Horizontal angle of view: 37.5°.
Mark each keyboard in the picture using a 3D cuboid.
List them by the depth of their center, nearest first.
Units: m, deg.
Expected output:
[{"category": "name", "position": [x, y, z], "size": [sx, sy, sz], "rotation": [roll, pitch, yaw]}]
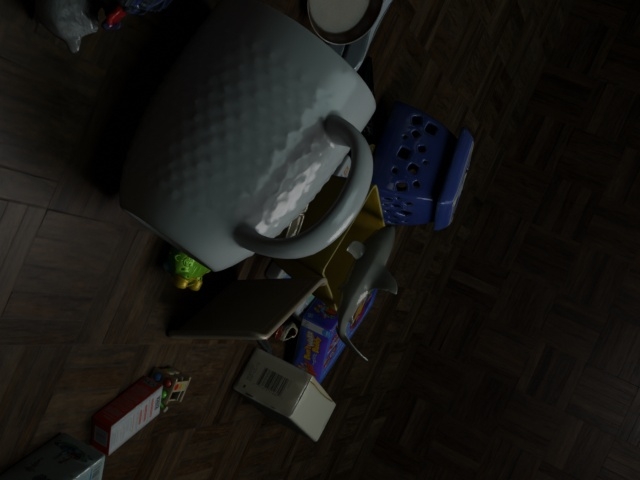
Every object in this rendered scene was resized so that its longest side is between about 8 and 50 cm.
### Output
[{"category": "keyboard", "position": [0.096, -0.309, 2.081], "size": [0.192, 0.038, 0.100], "rotation": [78, 18, -58]}]

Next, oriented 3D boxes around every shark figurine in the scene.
[{"category": "shark figurine", "position": [0.096, 0.104, 1.875], "size": [0.166, 0.116, 0.278], "rotation": [8, 104, -68]}]

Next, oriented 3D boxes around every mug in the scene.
[{"category": "mug", "position": [-0.090, -0.115, 1.320], "size": [0.328, 0.374, 0.276], "rotation": [-55, 144, -7]}]

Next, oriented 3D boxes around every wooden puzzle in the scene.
[{"category": "wooden puzzle", "position": [-0.130, 0.131, 1.746], "size": [0.239, 0.221, 0.044], "rotation": [-37, 117, -49]}]

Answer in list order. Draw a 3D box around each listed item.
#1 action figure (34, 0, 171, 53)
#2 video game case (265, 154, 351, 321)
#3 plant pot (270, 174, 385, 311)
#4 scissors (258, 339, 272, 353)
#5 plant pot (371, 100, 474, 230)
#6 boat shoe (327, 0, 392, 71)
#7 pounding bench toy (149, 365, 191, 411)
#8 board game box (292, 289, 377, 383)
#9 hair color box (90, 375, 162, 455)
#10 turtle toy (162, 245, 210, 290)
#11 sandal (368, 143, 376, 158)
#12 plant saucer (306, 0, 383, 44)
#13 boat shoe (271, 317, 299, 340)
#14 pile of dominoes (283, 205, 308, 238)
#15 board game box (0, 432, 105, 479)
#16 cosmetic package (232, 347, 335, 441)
[{"category": "action figure", "position": [-0.222, -0.369, 1.082], "size": [0.330, 0.179, 0.341], "rotation": [-59, -170, 0]}, {"category": "video game case", "position": [0.000, 0.000, 2.174], "size": [0.329, 0.036, 0.300], "rotation": [-59, 159, -15]}, {"category": "plant pot", "position": [-0.007, -0.017, 1.911], "size": [0.212, 0.187, 0.212], "rotation": [-58, 159, -18]}, {"category": "scissors", "position": [-0.146, 0.205, 2.077], "size": [0.109, 0.021, 0.297], "rotation": [-55, 159, -32]}, {"category": "plant pot", "position": [0.237, -0.161, 2.243], "size": [0.236, 0.212, 0.235], "rotation": [78, 30, -72]}, {"category": "boat shoe", "position": [0.082, -0.458, 1.780], "size": [0.094, 0.109, 0.302], "rotation": [-88, -158, -77]}, {"category": "pounding bench toy", "position": [-0.290, 0.280, 1.741], "size": [0.083, 0.052, 0.065], "rotation": [-67, 160, 5]}, {"category": "board game box", "position": [0.051, 0.176, 2.386], "size": [0.347, 0.078, 0.233], "rotation": [-52, 162, -44]}, {"category": "hair color box", "position": [-0.340, 0.307, 1.659], "size": [0.141, 0.043, 0.072], "rotation": [-36, 145, -52]}, {"category": "turtle toy", "position": [-0.221, 0.032, 1.601], "size": [0.095, 0.066, 0.130], "rotation": [-66, 161, 1]}, {"category": "sandal", "position": [0.098, -0.186, 2.195], "size": [0.180, 0.049, 0.072], "rotation": [30, 77, -85]}, {"category": "plant saucer", "position": [0.040, -0.436, 1.685], "size": [0.168, 0.029, 0.168], "rotation": [-18, 124, -30]}, {"category": "boat shoe", "position": [-0.077, 0.213, 2.219], "size": [0.049, 0.043, 0.137], "rotation": [-69, 161, 6]}, {"category": "pile of dominoes", "position": [-0.100, -0.111, 1.725], "size": [0.196, 0.040, 0.251], "rotation": [7, 108, -38]}, {"category": "board game box", "position": [-0.472, 0.464, 1.432], "size": [0.303, 0.098, 0.224], "rotation": [-35, 143, -57]}, {"category": "cosmetic package", "position": [-0.079, 0.369, 2.230], "size": [0.113, 0.160, 0.309], "rotation": [-61, 161, -13]}]
